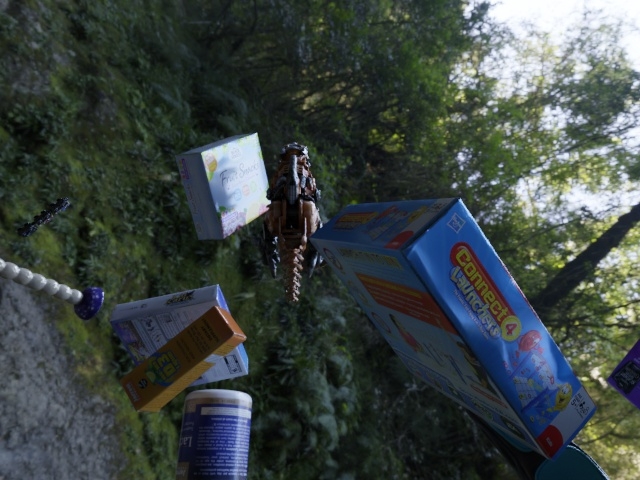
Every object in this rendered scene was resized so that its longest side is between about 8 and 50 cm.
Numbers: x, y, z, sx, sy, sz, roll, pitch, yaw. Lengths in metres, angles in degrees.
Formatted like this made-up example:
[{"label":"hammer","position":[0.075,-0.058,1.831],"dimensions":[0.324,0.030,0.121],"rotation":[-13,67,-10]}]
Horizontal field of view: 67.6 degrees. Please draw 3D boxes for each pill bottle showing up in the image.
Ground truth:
[{"label":"pill bottle","position":[-0.234,0.473,1.045],"dimensions":[0.153,0.153,0.264],"rotation":[113,-20,-60]}]

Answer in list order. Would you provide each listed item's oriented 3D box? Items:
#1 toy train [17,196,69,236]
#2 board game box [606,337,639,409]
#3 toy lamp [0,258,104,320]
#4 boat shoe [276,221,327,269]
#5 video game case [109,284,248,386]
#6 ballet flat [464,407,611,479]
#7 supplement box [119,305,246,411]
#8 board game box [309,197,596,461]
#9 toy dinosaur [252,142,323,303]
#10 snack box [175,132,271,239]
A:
[{"label":"toy train","position":[-0.741,-0.062,1.285],"dimensions":[0.027,0.158,0.036],"rotation":[50,-4,14]},{"label":"board game box","position":[0.537,0.197,0.575],"dimensions":[0.208,0.056,0.347],"rotation":[-64,-166,13]},{"label":"toy lamp","position":[-0.529,0.066,0.861],"dimensions":[0.275,0.080,0.080],"rotation":[38,21,-48]},{"label":"boat shoe","position":[0.000,0.000,1.556],"dimensions":[0.123,0.342,0.123],"rotation":[42,-41,46]},{"label":"video game case","position":[-0.326,0.242,1.146],"dimensions":[0.061,0.245,0.269],"rotation":[-103,-179,-54]},{"label":"ballet flat","position":[0.314,0.309,0.676],"dimensions":[0.280,0.095,0.096],"rotation":[52,-6,41]},{"label":"supplement box","position":[-0.265,0.231,0.929],"dimensions":[0.078,0.233,0.080],"rotation":[50,-2,19]},{"label":"board game box","position":[0.146,0.092,0.634],"dimensions":[0.302,0.086,0.308],"rotation":[53,-13,-14]},{"label":"toy dinosaur","position":[-0.064,-0.036,0.927],"dimensions":[0.218,0.165,0.321],"rotation":[97,14,-57]},{"label":"snack box","position":[-0.190,-0.117,0.989],"dimensions":[0.207,0.070,0.174],"rotation":[-44,127,-59]}]
